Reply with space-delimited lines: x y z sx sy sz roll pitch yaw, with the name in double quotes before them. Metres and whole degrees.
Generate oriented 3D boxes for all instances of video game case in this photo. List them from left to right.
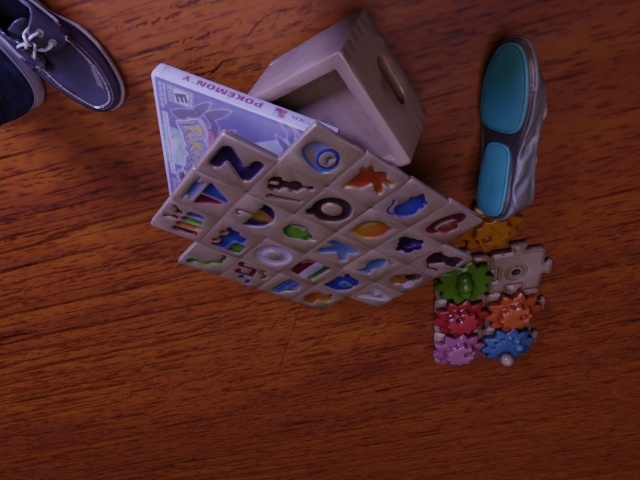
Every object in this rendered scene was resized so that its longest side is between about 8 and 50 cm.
"video game case" -0.086 -0.074 0.506 0.184 0.023 0.201 21 145 3

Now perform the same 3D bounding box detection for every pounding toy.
"pounding toy" 0.004 -0.113 0.509 0.206 0.094 0.181 -12 132 40

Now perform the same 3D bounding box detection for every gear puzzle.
"gear puzzle" 0.258 0.083 0.692 0.176 0.044 0.338 -8 127 4

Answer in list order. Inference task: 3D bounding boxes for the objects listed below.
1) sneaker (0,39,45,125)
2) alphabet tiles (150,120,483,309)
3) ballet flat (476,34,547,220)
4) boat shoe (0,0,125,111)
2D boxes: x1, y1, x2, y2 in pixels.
"sneaker" -0.380 -0.177 0.399 0.086 0.163 0.226 -34 120 24
"alphabet tiles" 0.000 0.000 0.539 0.343 0.011 0.285 23 140 -30
"ballet flat" 0.221 -0.124 0.527 0.068 0.072 0.213 -21 126 -22
"boat shoe" -0.285 -0.199 0.444 0.075 0.064 0.206 -30 123 20
